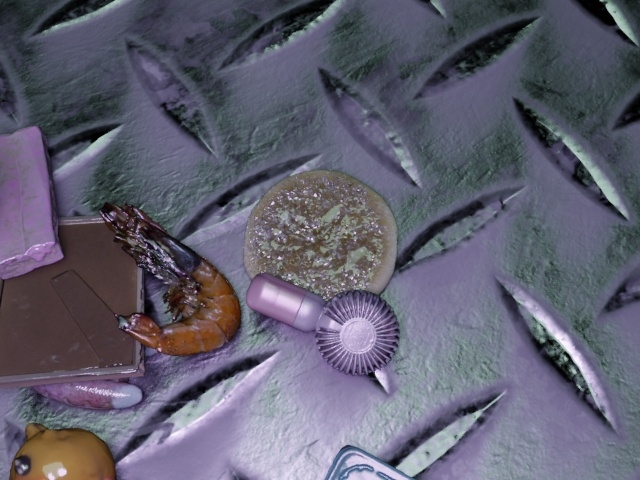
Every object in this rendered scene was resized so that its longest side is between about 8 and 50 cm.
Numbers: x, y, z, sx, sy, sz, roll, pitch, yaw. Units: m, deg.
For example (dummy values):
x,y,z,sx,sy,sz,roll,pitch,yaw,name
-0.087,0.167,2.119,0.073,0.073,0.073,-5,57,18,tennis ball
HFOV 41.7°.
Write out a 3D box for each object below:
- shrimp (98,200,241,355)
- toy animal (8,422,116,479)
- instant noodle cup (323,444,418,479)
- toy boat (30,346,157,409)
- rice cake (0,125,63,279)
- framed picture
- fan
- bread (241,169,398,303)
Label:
x,y,z,sx,sy,sz,roll,pitch,yaw,name
-0.253,0.062,1.264,0.290,0.054,0.222,44,36,3,shrimp
-0.329,0.365,1.162,0.281,0.195,0.169,43,35,12,toy animal
0.076,0.397,1.186,0.179,0.070,0.157,27,72,11,instant noodle cup
-0.367,0.170,1.277,0.227,0.085,0.155,14,70,6,toy boat
-0.482,-0.070,1.358,0.106,0.050,0.298,-17,52,-6,rice cake
-0.383,0.080,1.284,0.232,0.024,0.315,-3,48,-6,framed picture
0.004,0.117,1.276,0.244,0.074,0.130,24,92,0,fan
0.000,0.000,1.363,0.266,0.040,0.267,-1,68,1,bread
